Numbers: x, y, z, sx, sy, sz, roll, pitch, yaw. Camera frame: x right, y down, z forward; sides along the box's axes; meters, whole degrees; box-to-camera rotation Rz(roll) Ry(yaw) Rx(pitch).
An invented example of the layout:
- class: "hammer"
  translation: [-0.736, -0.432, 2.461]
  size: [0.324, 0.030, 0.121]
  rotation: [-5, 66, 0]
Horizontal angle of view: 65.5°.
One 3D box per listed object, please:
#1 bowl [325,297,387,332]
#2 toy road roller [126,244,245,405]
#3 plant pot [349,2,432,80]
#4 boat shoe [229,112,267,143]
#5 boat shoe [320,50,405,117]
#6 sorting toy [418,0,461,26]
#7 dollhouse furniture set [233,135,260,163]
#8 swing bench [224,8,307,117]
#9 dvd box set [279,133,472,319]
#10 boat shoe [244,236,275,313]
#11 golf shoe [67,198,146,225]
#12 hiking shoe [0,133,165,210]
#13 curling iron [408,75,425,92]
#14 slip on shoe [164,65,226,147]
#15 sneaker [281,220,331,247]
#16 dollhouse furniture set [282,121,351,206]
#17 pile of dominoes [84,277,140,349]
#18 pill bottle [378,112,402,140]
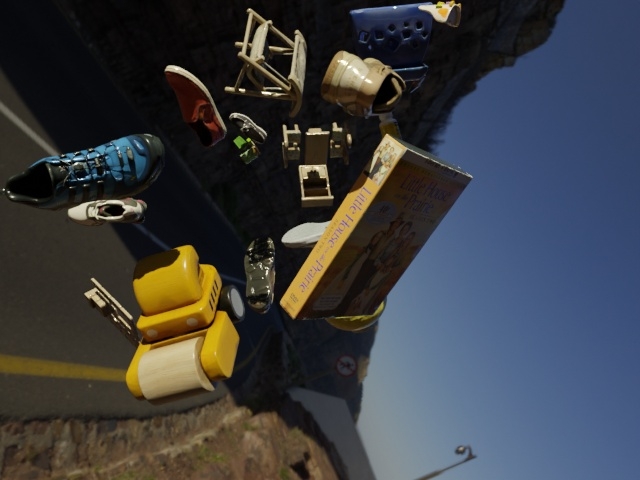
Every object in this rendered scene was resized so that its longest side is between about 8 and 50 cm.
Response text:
- class: "bowl"
  translation: [0.151, 0.287, 2.056]
  size: [0.289, 0.290, 0.155]
  rotation: [-118, -174, -65]
- class: "toy road roller"
  translation: [-0.314, 0.165, 1.094]
  size: [0.329, 0.203, 0.240]
  rotation: [-93, 163, -59]
- class: "plant pot"
  translation: [0.210, -0.598, 1.514]
  size: [0.236, 0.236, 0.211]
  rotation: [-87, 172, -64]
- class: "boat shoe"
  translation: [-0.216, -0.330, 1.479]
  size: [0.125, 0.046, 0.038]
  rotation: [34, 34, -26]
- class: "boat shoe"
  translation: [0.107, -0.294, 0.998]
  size: [0.341, 0.110, 0.121]
  rotation: [-34, 149, -64]
- class: "sorting toy"
  translation: [0.249, -0.482, 1.048]
  size: [0.075, 0.083, 0.044]
  rotation: [23, -65, 26]
- class: "dollhouse furniture set"
  translation: [-0.294, -0.362, 2.038]
  size: [0.058, 0.076, 0.151]
  rotation: [49, -4, 32]
- class: "swing bench"
  translation: [-0.159, -0.588, 1.658]
  size: [0.165, 0.255, 0.253]
  rotation: [131, -31, -50]
- class: "dvd box set"
  translation: [0.129, -0.005, 1.086]
  size: [0.308, 0.420, 0.062]
  rotation: [8, 31, -51]
- class: "boat shoe"
  translation: [-0.241, 0.144, 2.007]
  size: [0.119, 0.123, 0.323]
  rotation: [79, 11, -58]
- class: "golf shoe"
  translation: [-0.715, -0.103, 1.628]
  size: [0.120, 0.273, 0.105]
  rotation: [-1, 89, -82]
- class: "hiking shoe"
  translation: [-0.437, -0.118, 0.933]
  size: [0.132, 0.304, 0.113]
  rotation: [-30, 100, -78]
- class: "curling iron"
  translation: [0.363, -0.617, 1.938]
  size: [0.274, 0.068, 0.035]
  rotation: [-40, 147, -82]
- class: "slip on shoe"
  translation: [-0.442, -0.464, 1.749]
  size: [0.101, 0.123, 0.331]
  rotation: [-62, 146, -28]
- class: "sneaker"
  translation: [0.000, 0.000, 1.522]
  size: [0.091, 0.258, 0.094]
  rotation: [61, 38, -30]
- class: "dollhouse furniture set"
  translation: [-0.014, -0.249, 1.645]
  size: [0.242, 0.212, 0.160]
  rotation: [96, -11, -53]
- class: "pile of dominoes"
  translation: [-0.648, 0.245, 1.550]
  size: [0.251, 0.040, 0.195]
  rotation: [32, -40, 31]
- class: "pill bottle"
  translation: [0.246, -0.394, 1.768]
  size: [0.065, 0.065, 0.116]
  rotation: [-134, -154, -82]
